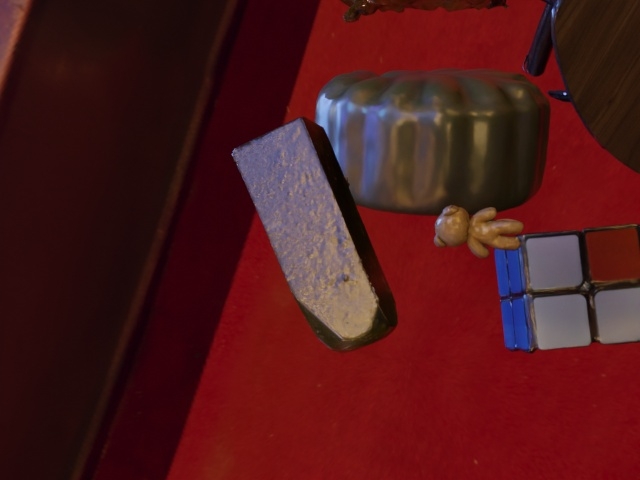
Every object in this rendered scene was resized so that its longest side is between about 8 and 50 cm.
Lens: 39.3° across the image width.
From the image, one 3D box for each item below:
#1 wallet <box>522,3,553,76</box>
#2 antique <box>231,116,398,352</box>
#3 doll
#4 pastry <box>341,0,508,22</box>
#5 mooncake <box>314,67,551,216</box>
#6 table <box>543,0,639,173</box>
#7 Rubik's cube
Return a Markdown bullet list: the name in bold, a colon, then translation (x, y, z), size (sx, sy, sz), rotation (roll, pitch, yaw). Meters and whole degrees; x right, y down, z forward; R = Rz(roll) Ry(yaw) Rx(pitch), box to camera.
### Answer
- **wallet**: translation (0.404, -0.430, 1.447), size (0.045, 0.318, 0.172), rotation (23, 60, 9)
- **antique**: translation (0.000, 0.000, 0.862), size (0.080, 0.081, 0.220), rotation (-24, 82, 14)
- **doll**: translation (0.177, -0.008, 1.013), size (0.093, 0.051, 0.061), rotation (17, 113, 26)
- **pastry**: translation (0.041, -0.223, 0.368), size (0.275, 0.275, 0.192), rotation (-10, 61, 4)
- **mooncake**: translation (0.161, -0.160, 1.329), size (0.352, 0.351, 0.187), rotation (5, 109, 6)
- **table**: translation (0.327, -0.269, 1.035), size (0.318, 0.249, 0.317), rotation (-10, 121, -17)
- **Rubik's cube**: translation (0.361, 0.072, 1.294), size (0.180, 0.183, 0.167), rotation (-6, 85, 1)
